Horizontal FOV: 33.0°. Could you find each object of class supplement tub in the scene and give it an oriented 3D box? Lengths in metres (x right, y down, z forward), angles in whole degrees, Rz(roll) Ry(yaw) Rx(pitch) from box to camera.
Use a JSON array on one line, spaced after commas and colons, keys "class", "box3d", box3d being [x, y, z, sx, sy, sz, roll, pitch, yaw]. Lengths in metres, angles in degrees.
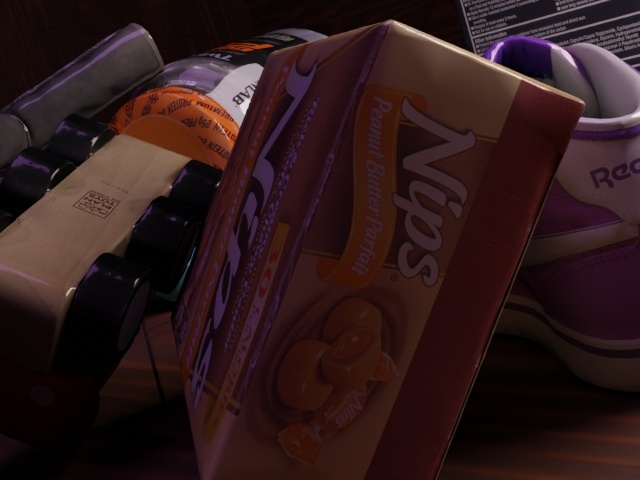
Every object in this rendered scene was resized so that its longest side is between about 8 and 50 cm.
[{"class": "supplement tub", "box3d": [-0.086, -0.117, 1.215, 0.207, 0.207, 0.338, -13, 12, 27]}]

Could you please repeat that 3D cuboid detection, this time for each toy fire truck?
[{"class": "toy fire truck", "box3d": [-0.183, 0.063, 0.709, 0.159, 0.246, 0.217, 20, 29, 4]}]

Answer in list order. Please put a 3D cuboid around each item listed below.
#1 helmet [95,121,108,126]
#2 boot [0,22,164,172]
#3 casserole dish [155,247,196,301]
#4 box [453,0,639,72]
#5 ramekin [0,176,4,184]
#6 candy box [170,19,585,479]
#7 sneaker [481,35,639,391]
[{"class": "helmet", "box3d": [-0.374, -0.116, 1.806, 0.169, 0.161, 0.169, -18, 11, 3]}, {"class": "boot", "box3d": [-0.242, -0.129, 1.007, 0.208, 0.076, 0.189, -28, 12, -7]}, {"class": "casserole dish", "box3d": [-0.084, 0.014, 0.992, 0.188, 0.037, 0.114, -20, 12, -22]}, {"class": "box", "box3d": [0.342, -0.348, 1.435, 0.296, 0.294, 0.183, -8, 15, 42]}, {"class": "ramekin", "box3d": [-0.325, 0.034, 1.003, 0.303, 0.148, 0.303, -18, 11, 3]}, {"class": "candy box", "box3d": [0.000, 0.000, 0.532, 0.088, 0.182, 0.316, 20, 4, -11]}, {"class": "sneaker", "box3d": [0.116, -0.032, 0.582, 0.102, 0.161, 0.282, -22, 10, -13]}]
